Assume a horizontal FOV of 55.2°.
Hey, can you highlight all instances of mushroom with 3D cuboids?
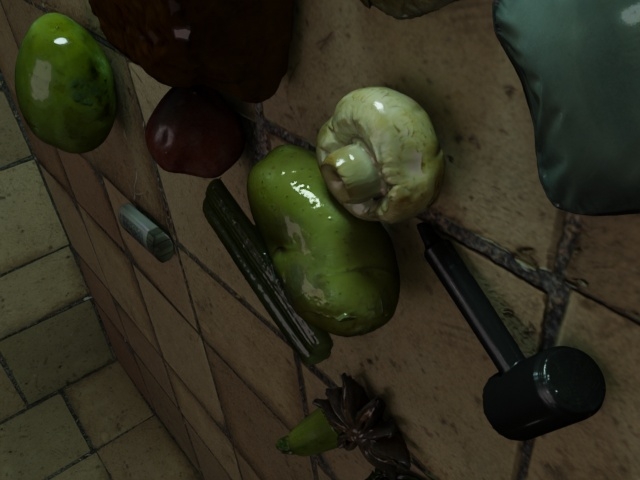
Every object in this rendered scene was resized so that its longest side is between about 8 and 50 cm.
[{"bbox_3d":[0.057,-0.081,0.609,0.148,0.112,0.148,48,158,26],"label":"mushroom"}]

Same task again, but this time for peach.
[{"bbox_3d":[-0.185,-0.172,0.922,0.152,0.152,0.152,40,145,35],"label":"peach"}]

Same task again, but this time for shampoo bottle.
[{"bbox_3d":[-0.456,-0.023,1.589,0.227,0.055,0.086,30,140,45],"label":"shampoo bottle"}]

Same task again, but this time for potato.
[{"bbox_3d":[-0.547,-0.327,1.314,0.216,0.215,0.304,50,153,21],"label":"potato"},{"bbox_3d":[0.000,0.000,0.731,0.248,0.143,0.169,59,169,10],"label":"potato"}]

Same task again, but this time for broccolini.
[{"bbox_3d":[0.131,0.405,0.973,0.202,0.068,0.091,137,122,-61],"label":"broccolini"}]

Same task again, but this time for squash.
[{"bbox_3d":[-0.013,0.372,1.181,0.090,0.075,0.200,46,131,-9],"label":"squash"}]

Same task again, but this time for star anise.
[{"bbox_3d":[0.074,0.301,0.978,0.182,0.065,0.195,52,141,12],"label":"star anise"}]

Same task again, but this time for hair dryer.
[{"bbox_3d":[0.175,0.074,0.620,0.248,0.070,0.114,62,155,18],"label":"hair dryer"}]

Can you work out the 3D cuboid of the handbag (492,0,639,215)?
[{"bbox_3d":[0.234,-0.110,0.335,0.332,0.074,0.192,-1,111,63],"label":"handbag"}]

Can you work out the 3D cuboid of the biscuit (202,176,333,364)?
[{"bbox_3d":[-0.088,0.049,0.920,0.323,0.038,0.099,55,150,18],"label":"biscuit"}]

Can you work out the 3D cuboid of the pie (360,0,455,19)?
[{"bbox_3d":[0.060,-0.282,0.494,0.195,0.046,0.195,38,144,35],"label":"pie"}]

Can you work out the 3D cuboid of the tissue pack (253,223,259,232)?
[{"bbox_3d":[-0.037,0.052,0.942,0.095,0.062,0.176,29,139,49],"label":"tissue pack"}]

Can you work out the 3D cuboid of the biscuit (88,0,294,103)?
[{"bbox_3d":[-0.172,-0.380,0.673,0.342,0.166,0.395,42,145,29],"label":"biscuit"}]
